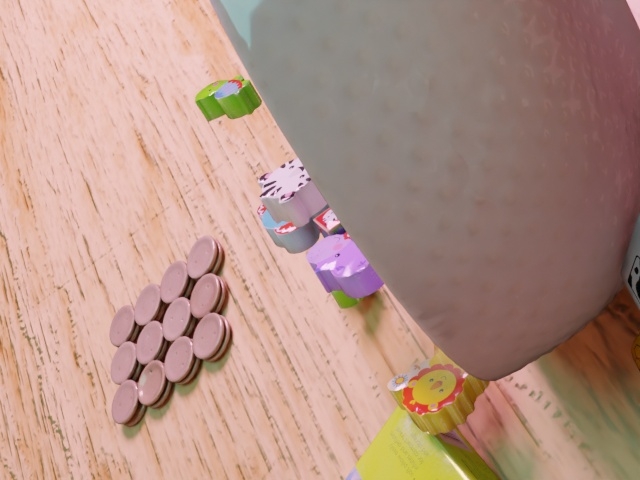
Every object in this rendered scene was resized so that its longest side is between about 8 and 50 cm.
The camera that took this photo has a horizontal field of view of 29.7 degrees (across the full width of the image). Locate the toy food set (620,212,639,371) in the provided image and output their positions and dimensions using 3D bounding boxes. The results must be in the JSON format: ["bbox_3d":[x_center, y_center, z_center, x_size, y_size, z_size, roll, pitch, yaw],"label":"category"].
[{"bbox_3d":[0.197,0.013,0.467,0.232,0.111,0.104,94,163,-46],"label":"toy food set"}]

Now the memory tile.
[{"bbox_3d":[-0.122,0.074,0.966,0.148,0.012,0.113,-38,45,32],"label":"memory tile"}]

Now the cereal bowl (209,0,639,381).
[{"bbox_3d":[0.063,-0.111,0.589,0.141,0.339,0.339,-28,47,13],"label":"cereal bowl"}]

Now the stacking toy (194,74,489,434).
[{"bbox_3d":[0.000,0.000,0.701,0.052,0.167,0.221,-35,29,-7],"label":"stacking toy"}]

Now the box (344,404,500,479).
[{"bbox_3d":[0.034,0.191,0.679,0.178,0.042,0.109,-56,37,12],"label":"box"}]
